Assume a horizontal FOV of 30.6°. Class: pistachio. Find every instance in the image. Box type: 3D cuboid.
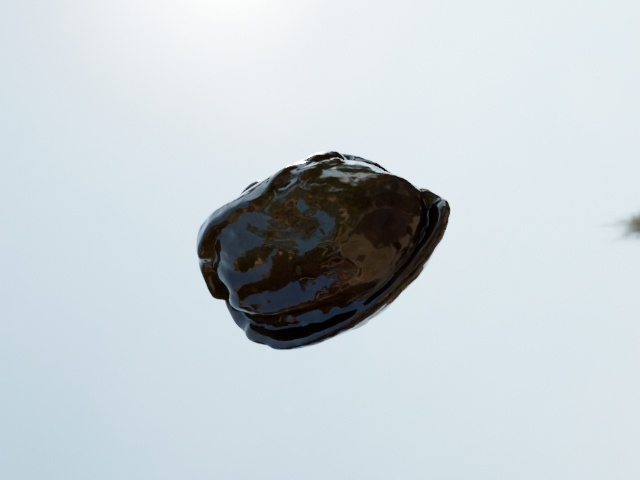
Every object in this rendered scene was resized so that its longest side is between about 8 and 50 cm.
[{"bbox_3d":[0.000,0.000,0.864,0.130,0.210,0.165,36,-125,-48],"label":"pistachio"}]
